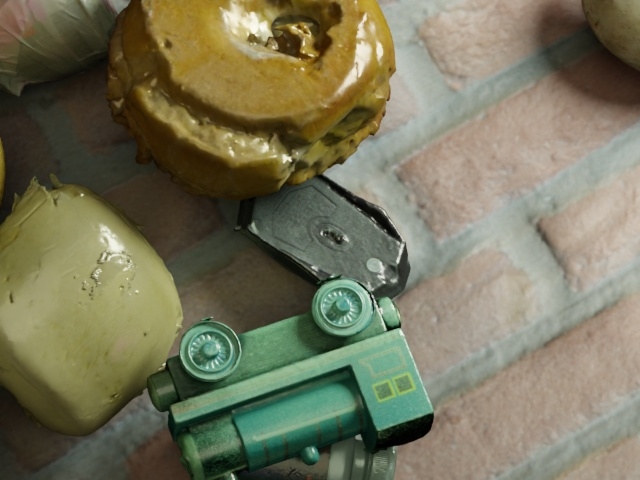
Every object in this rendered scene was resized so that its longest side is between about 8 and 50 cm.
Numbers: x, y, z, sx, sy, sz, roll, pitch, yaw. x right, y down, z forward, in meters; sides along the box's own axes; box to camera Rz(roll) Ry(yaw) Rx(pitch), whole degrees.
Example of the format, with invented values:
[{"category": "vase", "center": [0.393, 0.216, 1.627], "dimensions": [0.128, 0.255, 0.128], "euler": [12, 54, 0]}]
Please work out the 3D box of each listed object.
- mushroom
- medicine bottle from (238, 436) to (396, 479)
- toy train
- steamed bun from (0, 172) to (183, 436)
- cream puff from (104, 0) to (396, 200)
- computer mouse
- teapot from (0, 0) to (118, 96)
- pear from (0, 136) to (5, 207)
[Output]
[{"category": "mushroom", "center": [0.434, -0.297, 1.803], "dimensions": [0.253, 0.195, 0.189], "euler": [4, 113, -8]}, {"category": "medicine bottle", "center": [-0.029, 0.247, 1.702], "dimensions": [0.229, 0.083, 0.121], "euler": [9, 73, -5]}, {"category": "toy train", "center": [-0.033, 0.165, 1.631], "dimensions": [0.298, 0.120, 0.194], "euler": [-18, 73, -13]}, {"category": "steamed bun", "center": [-0.264, 0.080, 1.613], "dimensions": [0.232, 0.166, 0.273], "euler": [-38, 131, -14]}, {"category": "cream puff", "center": [-0.080, -0.182, 1.685], "dimensions": [0.327, 0.231, 0.343], "euler": [13, 63, -4]}, {"category": "computer mouse", "center": [0.001, -0.001, 1.754], "dimensions": [0.231, 0.071, 0.126], "euler": [32, 66, 9]}, {"category": "teapot", "center": [-0.350, -0.281, 1.709], "dimensions": [0.178, 0.163, 0.221], "euler": [-29, 110, 2]}, {"category": "pear", "center": [-0.497, -0.099, 1.605], "dimensions": [0.314, 0.314, 0.314], "euler": [1, 81, -5]}]
